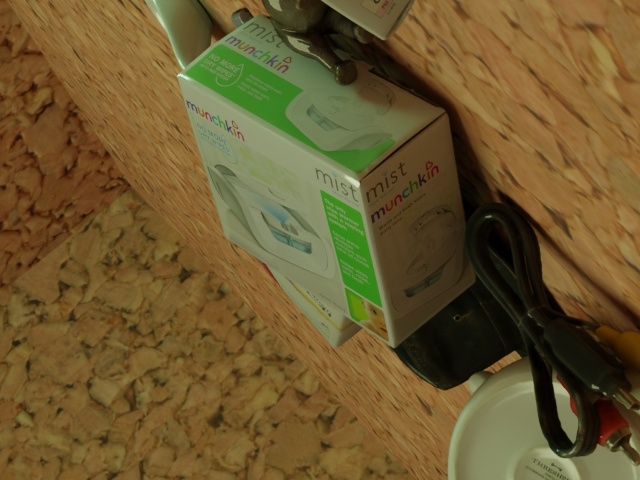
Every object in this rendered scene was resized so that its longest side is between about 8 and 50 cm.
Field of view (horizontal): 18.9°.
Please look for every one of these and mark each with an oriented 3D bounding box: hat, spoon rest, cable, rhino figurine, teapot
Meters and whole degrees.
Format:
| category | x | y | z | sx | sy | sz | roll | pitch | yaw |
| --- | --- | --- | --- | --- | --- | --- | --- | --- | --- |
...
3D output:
| category | x | y | z | sx | sy | sz | roll | pitch | yaw |
| --- | --- | --- | --- | --- | --- | --- | --- | --- | --- |
| hat | 0.125 | 0.066 | 2.055 | 0.331 | 0.134 | 0.331 | 47 | 168 | 13 |
| spoon rest | -0.156 | -0.244 | 2.390 | 0.276 | 0.084 | 0.137 | 40 | 166 | 46 |
| cable | 0.220 | 0.091 | 1.772 | 0.072 | 0.139 | 0.287 | 12 | -151 | -44 |
| rhino figurine | -0.029 | -0.253 | 1.744 | 0.106 | 0.073 | 0.243 | 38 | 163 | 42 |
| teapot | 0.264 | 0.219 | 1.870 | 0.187 | 0.252 | 0.256 | -9 | -104 | -58 |

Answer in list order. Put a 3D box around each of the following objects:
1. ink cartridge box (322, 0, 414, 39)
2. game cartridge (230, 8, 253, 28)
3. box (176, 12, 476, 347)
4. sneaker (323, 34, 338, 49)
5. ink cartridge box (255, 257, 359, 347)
| category | x | y | z | sx | sy | sz | roll | pitch | yaw |
| --- | --- | --- | --- | --- | --- | --- | --- | --- | --- |
| ink cartridge box | -0.049 | -0.260 | 1.557 | 0.232 | 0.066 | 0.189 | 26 | -169 | -25 |
| game cartridge | -0.073 | -0.233 | 2.239 | 0.083 | 0.017 | 0.056 | 52 | 175 | -11 |
| box | 0.010 | -0.063 | 1.883 | 0.262 | 0.127 | 0.231 | 33 | 151 | 36 |
| sneaker | -0.035 | -0.166 | 2.032 | 0.095 | 0.104 | 0.236 | 50 | 170 | 11 |
| ink cartridge box | 0.000 | 0.000 | 2.463 | 0.226 | 0.131 | 0.306 | 50 | 173 | 7 |
